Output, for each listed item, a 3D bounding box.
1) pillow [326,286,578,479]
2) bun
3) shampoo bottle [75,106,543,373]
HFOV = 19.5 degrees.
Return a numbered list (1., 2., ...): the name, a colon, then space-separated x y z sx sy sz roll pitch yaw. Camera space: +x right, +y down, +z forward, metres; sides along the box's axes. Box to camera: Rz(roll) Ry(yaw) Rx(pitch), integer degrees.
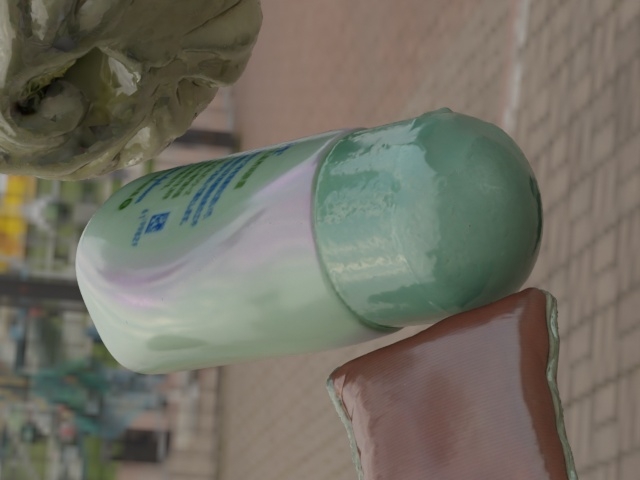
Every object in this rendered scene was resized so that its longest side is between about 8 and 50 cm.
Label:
1. pillow: 0.091 0.135 1.203 0.075 0.171 0.179 37 -143 -46
2. bun: -0.218 -0.187 1.521 0.211 0.359 0.360 -122 34 -46
3. shampoo bottle: 0.000 0.000 1.346 0.222 0.349 0.151 -35 -72 -50
